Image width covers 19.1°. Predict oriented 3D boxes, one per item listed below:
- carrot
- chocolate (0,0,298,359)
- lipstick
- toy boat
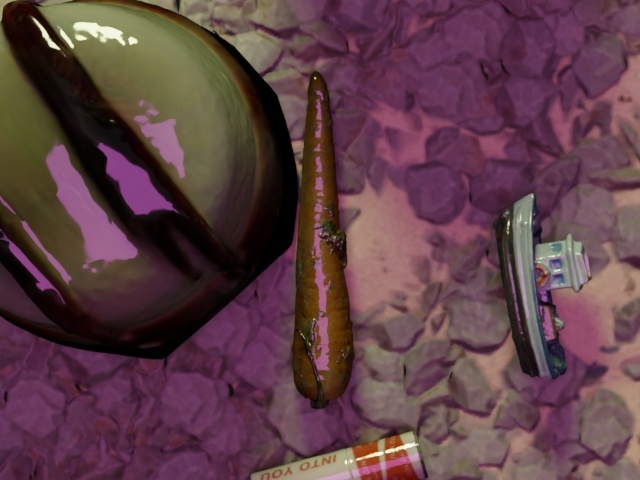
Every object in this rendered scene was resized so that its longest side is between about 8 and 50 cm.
[{"bbox_3d":[0.000,0.000,1.430,0.049,0.049,0.255,-2,91,1],"label":"carrot"},{"bbox_3d":[-0.160,-0.041,1.355,0.283,0.186,0.284,0,96,0],"label":"chocolate"},{"bbox_3d":[0.014,0.179,1.446,0.130,0.038,0.038,-15,95,2],"label":"lipstick"},{"bbox_3d":[0.169,0.034,1.419,0.066,0.059,0.140,-11,94,14],"label":"toy boat"}]
